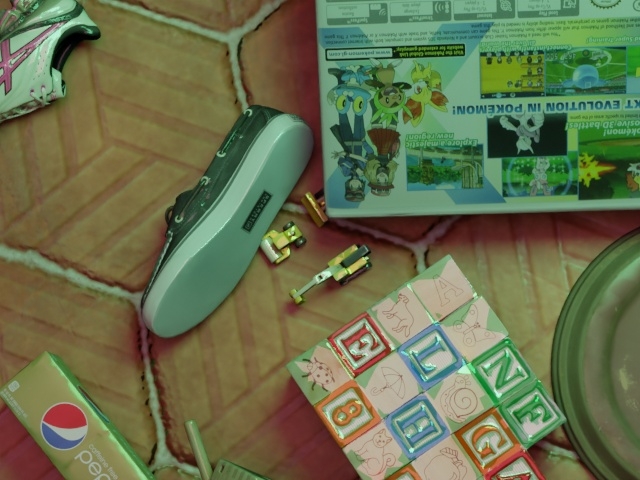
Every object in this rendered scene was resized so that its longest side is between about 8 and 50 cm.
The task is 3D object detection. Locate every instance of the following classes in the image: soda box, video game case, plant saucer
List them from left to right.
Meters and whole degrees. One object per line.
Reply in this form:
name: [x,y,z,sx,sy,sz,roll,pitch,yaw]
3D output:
soda box: [-0.200,0.185,1.549,0.058,0.061,0.181,-40,82,-3]
video game case: [0.161,-0.168,1.483,0.329,0.036,0.300,-2,108,3]
plant saucer: [0.339,0.110,1.538,0.278,0.041,0.278,-1,81,4]

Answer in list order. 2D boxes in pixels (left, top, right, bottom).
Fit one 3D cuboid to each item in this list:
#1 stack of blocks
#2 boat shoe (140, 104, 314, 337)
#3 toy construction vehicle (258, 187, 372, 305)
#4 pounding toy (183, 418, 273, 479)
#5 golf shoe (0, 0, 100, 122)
stack of blocks: [0.124,0.183,1.516,0.171,0.087,0.297,-34,81,-2]
boat shoe: [-0.097,-0.023,1.570,0.076,0.080,0.228,30,87,36]
toy construction vehicle: [0.000,0.000,1.576,0.098,0.035,0.086,-31,81,-1]
pounding toy: [-0.063,0.243,1.505,0.141,0.100,0.130,28,83,-29]
golf shoe: [-0.275,-0.142,1.597,0.086,0.067,0.186,35,86,8]
